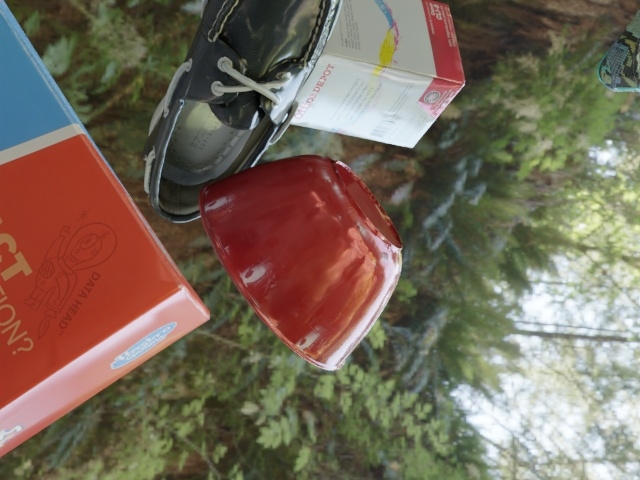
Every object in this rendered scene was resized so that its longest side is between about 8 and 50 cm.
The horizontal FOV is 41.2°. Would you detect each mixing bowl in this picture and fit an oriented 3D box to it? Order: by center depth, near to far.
[{"bbox_3d":[0.000,0.000,0.670,0.098,0.181,0.181,-37,-137,15],"label":"mixing bowl"}]

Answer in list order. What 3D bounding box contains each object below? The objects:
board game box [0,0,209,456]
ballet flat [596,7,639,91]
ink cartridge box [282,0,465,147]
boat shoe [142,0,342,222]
[{"bbox_3d":[-0.250,0.023,0.399,0.242,0.316,0.064,54,-7,16],"label":"board game box"},{"bbox_3d":[0.362,-0.231,0.877,0.188,0.070,0.070,-59,-151,1],"label":"ballet flat"},{"bbox_3d":[0.050,-0.204,0.975,0.128,0.176,0.127,130,-39,-52],"label":"ink cartridge box"},{"bbox_3d":[-0.065,-0.122,0.693,0.302,0.114,0.091,126,-29,-48],"label":"boat shoe"}]
